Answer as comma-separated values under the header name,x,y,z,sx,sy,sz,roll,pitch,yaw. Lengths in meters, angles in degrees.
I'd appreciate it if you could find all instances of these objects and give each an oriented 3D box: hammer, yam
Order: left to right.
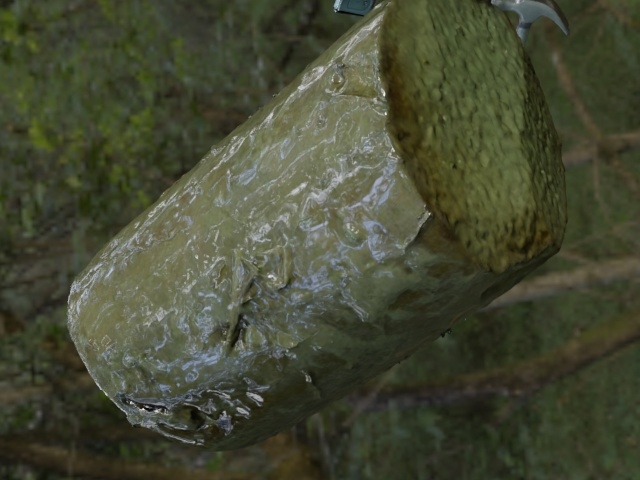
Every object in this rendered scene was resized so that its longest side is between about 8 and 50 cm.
name,x,y,z,sx,sy,sz,roll,pitch,yaw
yam,0.000,0.000,0.671,0.268,0.161,0.161,-35,46,33
hammer,0.243,-0.207,1.610,0.246,0.103,0.029,99,177,-45

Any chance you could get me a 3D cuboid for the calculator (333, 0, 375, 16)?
name,x,y,z,sx,sy,sz,roll,pitch,yaw
calculator,0.061,-0.333,1.417,0.018,0.057,0.172,38,119,38
